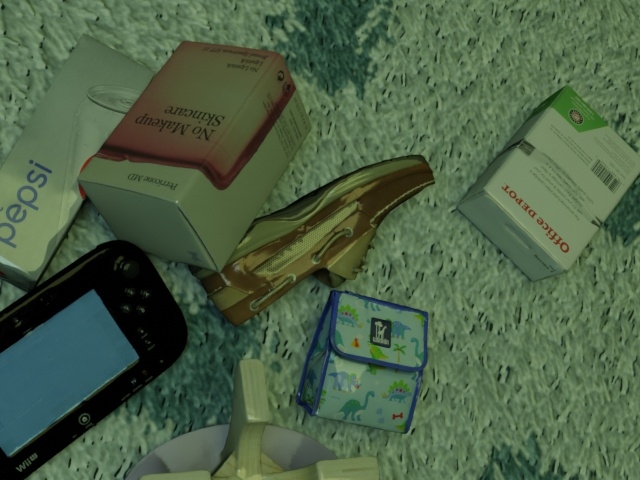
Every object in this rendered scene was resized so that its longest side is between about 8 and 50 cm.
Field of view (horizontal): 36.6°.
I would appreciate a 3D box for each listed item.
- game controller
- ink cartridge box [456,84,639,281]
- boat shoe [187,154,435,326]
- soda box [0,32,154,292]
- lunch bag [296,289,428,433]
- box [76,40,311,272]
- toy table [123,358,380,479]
[{"bbox_3d":[-0.297,0.140,1.054,0.319,0.067,0.166,-37,104,-23],"label":"game controller"},{"bbox_3d":[0.315,-0.076,1.323,0.160,0.092,0.219,44,67,-5],"label":"ink cartridge box"},{"bbox_3d":[0.000,0.000,1.188,0.324,0.122,0.119,-27,92,-15],"label":"boat shoe"},{"bbox_3d":[-0.300,-0.089,1.107,0.098,0.091,0.286,30,69,-11],"label":"soda box"},{"bbox_3d":[0.055,0.144,1.161,0.129,0.096,0.151,15,88,-17],"label":"lunch bag"},{"bbox_3d":[-0.138,-0.101,1.105,0.149,0.126,0.232,13,57,29],"label":"box"},{"bbox_3d":[-0.075,0.270,1.049,0.274,0.161,0.252,-12,71,-24],"label":"toy table"}]
